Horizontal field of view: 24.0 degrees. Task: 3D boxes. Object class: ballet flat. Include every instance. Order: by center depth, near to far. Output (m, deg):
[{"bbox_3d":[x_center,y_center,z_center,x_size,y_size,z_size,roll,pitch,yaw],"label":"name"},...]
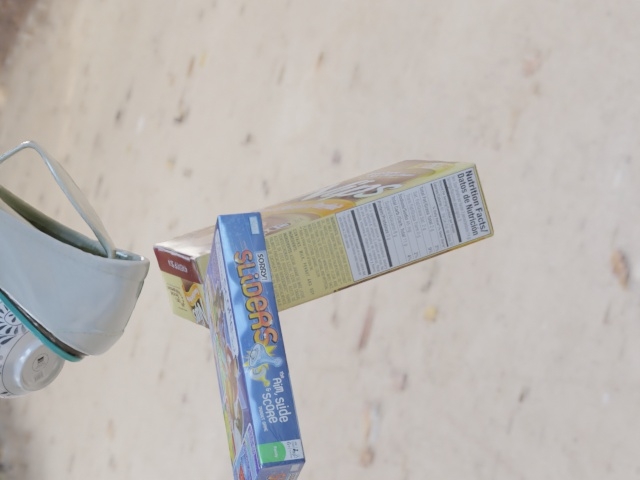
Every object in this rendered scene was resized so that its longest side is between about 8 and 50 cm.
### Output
[{"bbox_3d":[-0.315,-0.060,1.332,0.139,0.400,0.139,-49,7,8],"label":"ballet flat"}]

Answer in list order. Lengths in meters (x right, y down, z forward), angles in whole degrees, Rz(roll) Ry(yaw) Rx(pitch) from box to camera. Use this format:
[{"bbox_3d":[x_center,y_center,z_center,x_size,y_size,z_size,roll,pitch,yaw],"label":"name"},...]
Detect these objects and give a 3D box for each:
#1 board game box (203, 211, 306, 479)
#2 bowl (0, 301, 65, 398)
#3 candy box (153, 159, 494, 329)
[{"bbox_3d":[-0.054,0.097,1.160,0.136,0.035,0.201,110,152,-63],"label":"board game box"},{"bbox_3d":[-0.375,0.140,1.905,0.080,0.170,0.170,32,111,32],"label":"bowl"},{"bbox_3d":[0.000,0.000,1.594,0.183,0.316,0.087,12,120,69],"label":"candy box"}]
